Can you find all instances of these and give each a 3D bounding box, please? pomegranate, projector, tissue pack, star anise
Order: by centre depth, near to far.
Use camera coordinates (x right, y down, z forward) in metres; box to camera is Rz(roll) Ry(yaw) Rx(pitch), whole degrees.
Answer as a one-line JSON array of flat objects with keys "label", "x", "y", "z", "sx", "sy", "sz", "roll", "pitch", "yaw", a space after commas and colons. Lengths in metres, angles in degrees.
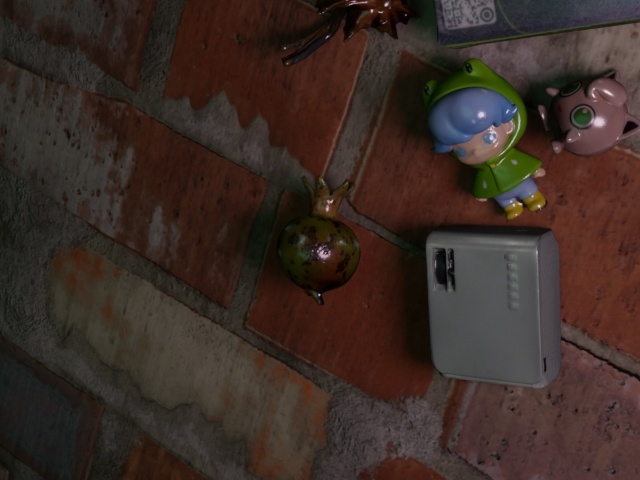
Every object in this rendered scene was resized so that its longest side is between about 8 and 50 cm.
[{"label": "tissue pack", "x": 0.352, "y": -0.451, "z": 1.531, "sx": 0.394, "sy": 0.124, "sz": 0.288, "roll": -3, "pitch": 100, "yaw": 33}, {"label": "projector", "x": 0.285, "y": 0.104, "z": 1.697, "sx": 0.198, "sy": 0.108, "sz": 0.250, "roll": 2, "pitch": 102, "yaw": 32}, {"label": "star anise", "x": 0.047, "y": -0.416, "z": 1.717, "sx": 0.237, "sy": 0.148, "sz": 0.346, "roll": 27, "pitch": 122, "yaw": -22}, {"label": "pomegranate", "x": 0.008, "y": -0.007, "z": 1.830, "sx": 0.156, "sy": 0.156, "sz": 0.220, "roll": 29, "pitch": 105, "yaw": 25}]

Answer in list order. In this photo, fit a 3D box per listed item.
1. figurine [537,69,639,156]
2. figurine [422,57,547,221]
[{"label": "figurine", "x": 0.403, "y": -0.188, "z": 1.552, "sx": 0.138, "sy": 0.125, "sz": 0.125, "roll": -23, "pitch": 87, "yaw": 20}, {"label": "figurine", "x": 0.266, "y": -0.156, "z": 1.646, "sx": 0.162, "sy": 0.143, "sz": 0.263, "roll": -23, "pitch": 104, "yaw": 42}]
